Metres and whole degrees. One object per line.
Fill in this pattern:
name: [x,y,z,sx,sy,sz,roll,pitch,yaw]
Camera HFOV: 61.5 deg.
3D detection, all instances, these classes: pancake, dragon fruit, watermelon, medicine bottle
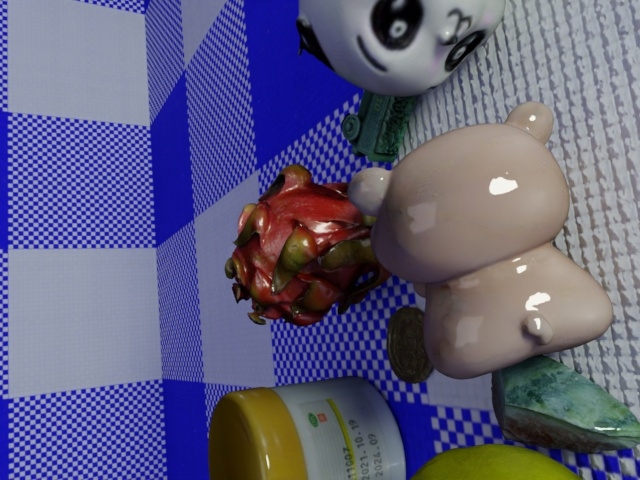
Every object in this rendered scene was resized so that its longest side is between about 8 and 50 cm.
pancake: [0.127,0.150,0.775,0.115,0.011,0.114,-6,83,60]
dragon fruit: [-0.003,0.017,0.808,0.307,0.228,0.243,26,115,43]
watermelon: [0.233,0.175,0.560,0.180,0.081,0.094,-3,113,65]
medicine bottle: [-0.027,0.338,0.822,0.238,0.232,0.237,1,91,61]

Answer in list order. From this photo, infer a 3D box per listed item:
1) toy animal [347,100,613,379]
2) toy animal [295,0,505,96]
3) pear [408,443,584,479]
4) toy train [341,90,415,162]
toy animal: [0.158,0.019,0.532,0.229,0.210,0.221,71,180,-48]
toy animal: [0.099,-0.321,0.601,0.251,0.251,0.310,42,116,52]
pear: [0.184,0.308,0.489,0.269,0.212,0.212,34,119,49]
toy train: [0.091,-0.197,0.783,0.099,0.070,0.172,40,123,44]
